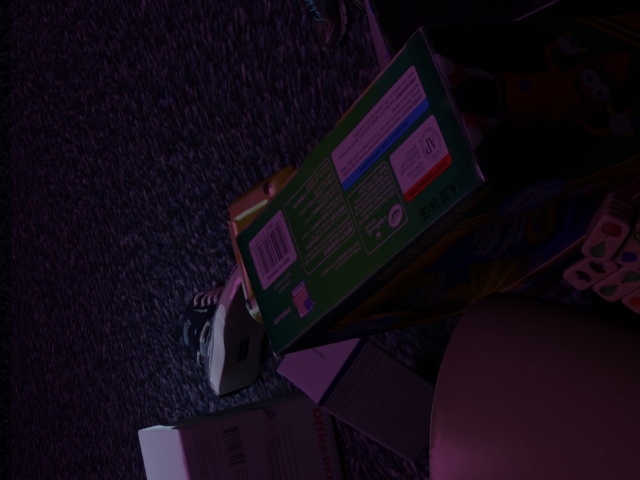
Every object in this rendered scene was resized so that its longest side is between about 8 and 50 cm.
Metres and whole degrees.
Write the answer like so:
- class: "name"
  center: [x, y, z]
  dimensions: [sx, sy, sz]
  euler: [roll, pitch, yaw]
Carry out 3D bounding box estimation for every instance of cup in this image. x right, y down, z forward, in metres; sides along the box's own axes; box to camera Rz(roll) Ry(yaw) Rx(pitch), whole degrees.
- class: "cup"
  center: [0.292, 0.216, 1.243]
  dimensions: [0.237, 0.331, 0.331]
  euler: [-3, 96, 34]

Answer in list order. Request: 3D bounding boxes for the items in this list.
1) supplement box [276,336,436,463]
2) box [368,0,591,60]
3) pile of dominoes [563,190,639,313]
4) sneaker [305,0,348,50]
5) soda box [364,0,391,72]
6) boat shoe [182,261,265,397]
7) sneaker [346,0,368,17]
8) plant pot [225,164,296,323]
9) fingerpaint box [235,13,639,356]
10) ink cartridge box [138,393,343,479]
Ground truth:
- class: "supplement box"
  center: [0.066, 0.200, 1.647]
  dimensions: [0.114, 0.220, 0.111]
  euler: [-56, 37, -2]
- class: "box"
  center: [0.156, -0.299, 1.267]
  dimensions: [0.183, 0.294, 0.296]
  euler: [-24, 75, 17]
- class: "pile of dominoes"
  center: [0.369, 0.038, 1.124]
  dimensions: [0.251, 0.040, 0.196]
  euler: [24, 139, 3]
- class: "sneaker"
  center: [-0.004, -0.361, 1.758]
  dimensions: [0.065, 0.076, 0.166]
  euler: [22, 117, 56]
- class: "soda box"
  center: [0.122, -0.280, 1.554]
  dimensions: [0.083, 0.092, 0.263]
  euler: [-22, 79, 58]
- class: "boat shoe"
  center: [-0.170, 0.117, 2.117]
  dimensions: [0.158, 0.127, 0.340]
  euler: [48, 138, 32]
- class: "sneaker"
  center: [0.030, -0.422, 1.658]
  dimensions: [0.267, 0.106, 0.101]
  euler: [53, -177, 6]
- class: "plant pot"
  center: [0.000, 0.000, 1.728]
  dimensions: [0.227, 0.207, 0.228]
  euler: [-26, 75, 59]
- class: "fingerpaint box"
  center: [0.172, -0.048, 1.263]
  dimensions: [0.445, 0.371, 0.163]
  euler: [-44, 61, 53]
- class: "ink cartridge box"
  center: [-0.127, 0.378, 1.984]
  dimensions: [0.197, 0.270, 0.198]
  euler: [-17, 84, 61]
